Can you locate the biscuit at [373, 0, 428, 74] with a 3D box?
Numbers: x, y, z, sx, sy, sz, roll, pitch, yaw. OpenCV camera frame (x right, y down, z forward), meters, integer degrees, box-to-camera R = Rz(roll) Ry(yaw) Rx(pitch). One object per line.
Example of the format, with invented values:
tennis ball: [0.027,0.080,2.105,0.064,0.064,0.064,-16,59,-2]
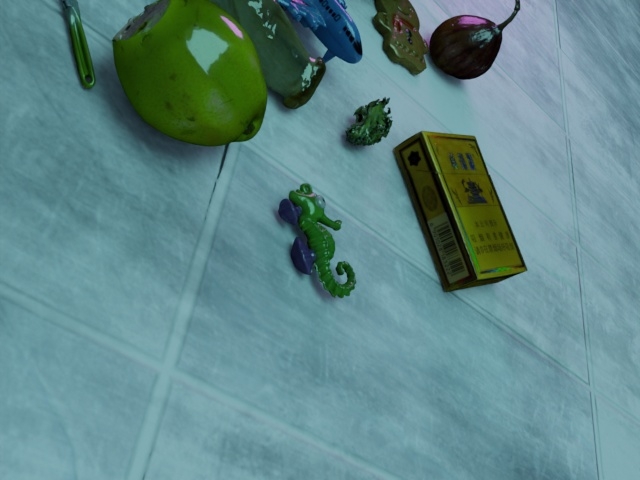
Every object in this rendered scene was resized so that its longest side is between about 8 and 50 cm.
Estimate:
biscuit: [0.178,-0.473,1.569,0.166,0.036,0.225,20,55,-37]

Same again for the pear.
pear: [-0.163,-0.215,0.961,0.219,0.187,0.187,53,39,-30]

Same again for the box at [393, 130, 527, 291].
box: [0.273,-0.060,1.390,0.193,0.084,0.301,-4,71,-47]

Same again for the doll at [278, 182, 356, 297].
doll: [0.000,0.000,1.100,0.115,0.050,0.190,-10,77,-41]

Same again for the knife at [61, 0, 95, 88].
knife: [-0.324,-0.284,0.944,0.022,0.026,0.184,-14,78,-9]

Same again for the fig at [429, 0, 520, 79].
fig: [0.353,-0.446,1.641,0.149,0.202,0.148,51,39,-72]

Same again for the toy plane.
toy plane: [-0.016,-0.428,1.284,0.254,0.105,0.271,-33,94,-49]

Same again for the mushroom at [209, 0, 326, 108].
mushroom: [-0.109,-0.352,1.128,0.333,0.087,0.107,50,61,-31]

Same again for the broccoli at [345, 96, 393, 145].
broccoli: [0.088,-0.215,1.286,0.092,0.097,0.095,84,-6,-47]
